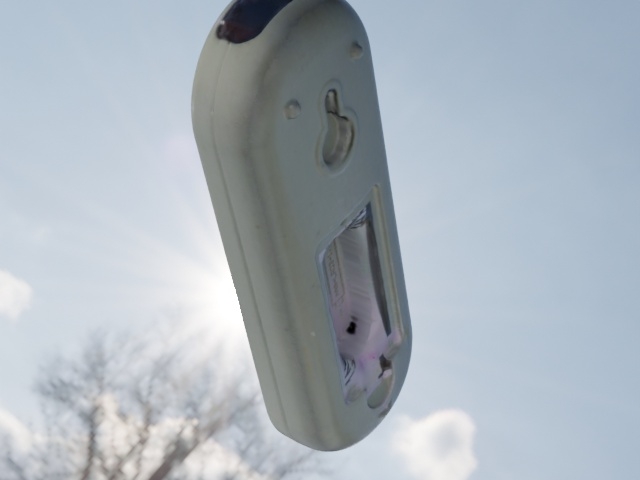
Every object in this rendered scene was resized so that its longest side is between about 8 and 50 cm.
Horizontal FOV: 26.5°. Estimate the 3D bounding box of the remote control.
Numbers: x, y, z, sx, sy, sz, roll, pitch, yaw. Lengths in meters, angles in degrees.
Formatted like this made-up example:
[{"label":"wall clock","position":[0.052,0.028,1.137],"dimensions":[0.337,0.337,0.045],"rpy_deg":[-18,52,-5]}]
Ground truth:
[{"label":"remote control","position":[0.000,0.000,0.533],"dimensions":[0.042,0.078,0.221],"rpy_deg":[22,-39,31]}]
